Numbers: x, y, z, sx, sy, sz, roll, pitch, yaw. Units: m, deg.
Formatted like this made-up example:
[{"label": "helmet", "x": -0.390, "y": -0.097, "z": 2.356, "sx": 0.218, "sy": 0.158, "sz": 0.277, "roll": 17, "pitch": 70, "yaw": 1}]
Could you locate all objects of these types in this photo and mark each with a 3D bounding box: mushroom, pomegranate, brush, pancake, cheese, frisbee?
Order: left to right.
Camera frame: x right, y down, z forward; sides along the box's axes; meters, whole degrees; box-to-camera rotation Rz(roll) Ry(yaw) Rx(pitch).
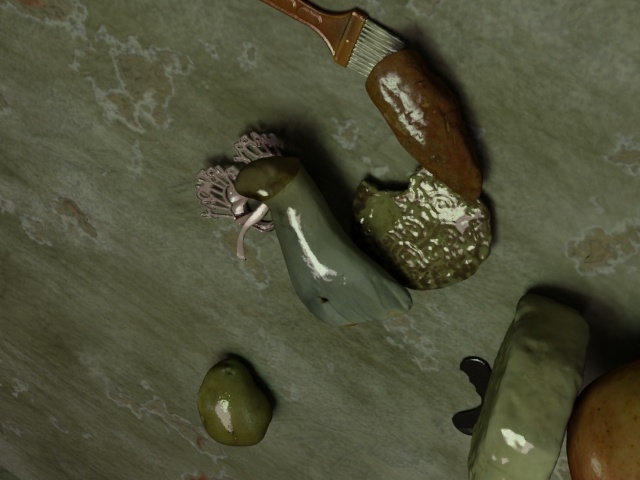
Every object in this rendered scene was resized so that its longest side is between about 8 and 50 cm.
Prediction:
[{"label": "brush", "x": -0.029, "y": -0.317, "z": 1.192, "sx": 0.314, "sy": 0.017, "sz": 0.090, "roll": 31, "pitch": 135, "yaw": 5}, {"label": "mushroom", "x": 0.000, "y": 0.000, "z": 1.328, "sx": 0.159, "sy": 0.122, "sz": 0.329, "roll": -27, "pitch": 115, "yaw": 15}, {"label": "pancake", "x": 0.150, "y": -0.017, "z": 1.314, "sx": 0.235, "sy": 0.029, "sz": 0.212, "roll": -7, "pitch": 115, "yaw": 31}, {"label": "frisbee", "x": 0.322, "y": 0.300, "z": 1.527, "sx": 0.187, "sy": 0.012, "sz": 0.211, "roll": 20, "pitch": 135, "yaw": 15}, {"label": "cheese", "x": 0.309, "y": 0.245, "z": 1.302, "sx": 0.115, "sy": 0.327, "sz": 0.318, "roll": 18, "pitch": 173, "yaw": 10}, {"label": "pomegranate", "x": 0.509, "y": 0.314, "z": 1.176, "sx": 0.338, "sy": 0.338, "sz": 0.338, "roll": 18, "pitch": 135, "yaw": 19}]

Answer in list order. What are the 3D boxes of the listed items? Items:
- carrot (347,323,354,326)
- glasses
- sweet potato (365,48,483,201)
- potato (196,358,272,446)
[{"label": "carrot", "x": 0.099, "y": 0.081, "z": 1.451, "sx": 0.043, "sy": 0.043, "sz": 0.248, "roll": 39, "pitch": 136, "yaw": -4}, {"label": "glasses", "x": -0.121, "y": -0.073, "z": 1.411, "sx": 0.162, "sy": 0.095, "sz": 0.255, "roll": 44, "pitch": 133, "yaw": -11}, {"label": "sweet potato", "x": 0.152, "y": -0.154, "z": 1.175, "sx": 0.097, "sy": 0.097, "sz": 0.252, "roll": -17, "pitch": 123, "yaw": 41}, {"label": "potato", "x": -0.179, "y": 0.336, "z": 1.797, "sx": 0.157, "sy": 0.157, "sz": 0.194, "roll": 8, "pitch": 118, "yaw": 27}]
